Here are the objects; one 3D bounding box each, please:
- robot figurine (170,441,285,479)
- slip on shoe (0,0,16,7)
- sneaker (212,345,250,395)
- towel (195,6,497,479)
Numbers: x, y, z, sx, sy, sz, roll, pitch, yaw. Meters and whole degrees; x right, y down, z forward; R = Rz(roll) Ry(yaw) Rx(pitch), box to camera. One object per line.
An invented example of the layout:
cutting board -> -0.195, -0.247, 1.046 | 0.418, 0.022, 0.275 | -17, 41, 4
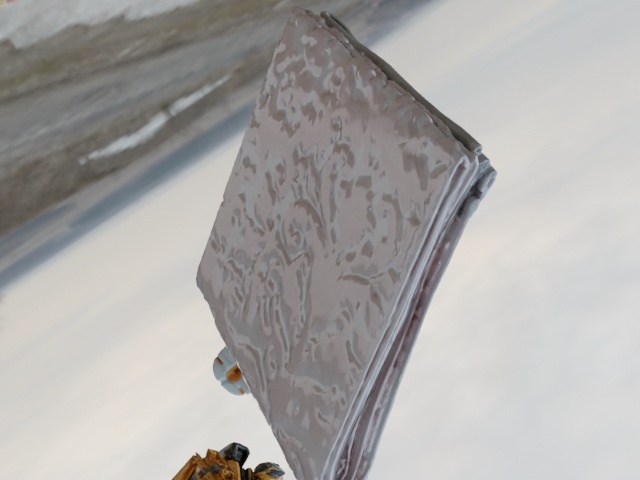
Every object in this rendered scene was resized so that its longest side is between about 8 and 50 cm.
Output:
robot figurine -> -0.127, 0.319, 0.952 | 0.291, 0.085, 0.211 | -58, -148, 3
slip on shoe -> -0.338, -0.316, 0.818 | 0.101, 0.331, 0.123 | -44, -167, -13
sneaker -> -0.040, 0.098, 1.248 | 0.215, 0.084, 0.083 | -37, -179, 28
towel -> 0.000, 0.000, 0.884 | 0.332, 0.053, 0.316 | 54, -51, 52
